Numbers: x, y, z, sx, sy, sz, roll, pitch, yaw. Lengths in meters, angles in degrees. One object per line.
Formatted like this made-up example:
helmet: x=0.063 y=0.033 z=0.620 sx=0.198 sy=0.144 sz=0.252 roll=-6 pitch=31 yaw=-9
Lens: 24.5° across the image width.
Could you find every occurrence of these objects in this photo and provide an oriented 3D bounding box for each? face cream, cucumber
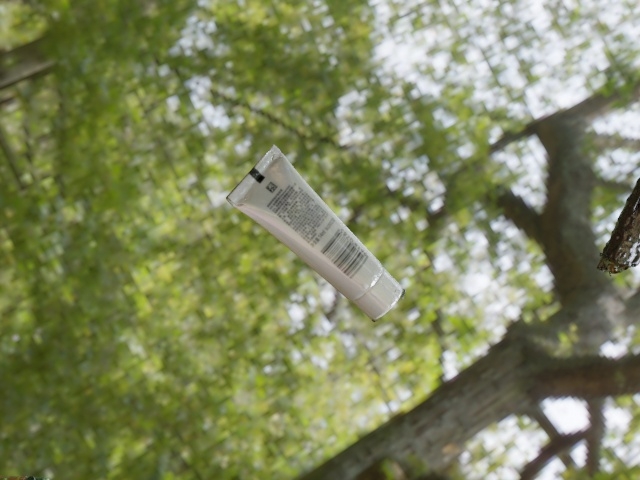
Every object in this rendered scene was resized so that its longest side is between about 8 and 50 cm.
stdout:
face cream: x=0.000 y=0.000 z=1.788 sx=0.243 sy=0.092 sz=0.058 roll=45 pitch=-20 yaw=-14
cucumber: x=0.400 y=-0.038 z=1.839 sx=0.053 sy=0.053 sz=0.181 roll=28 pitch=-86 yaw=42

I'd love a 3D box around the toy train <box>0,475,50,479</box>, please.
toy train: x=-0.285 y=0.232 z=1.338 sx=0.103 sy=0.044 sz=0.064 roll=2 pitch=-45 yaw=7
